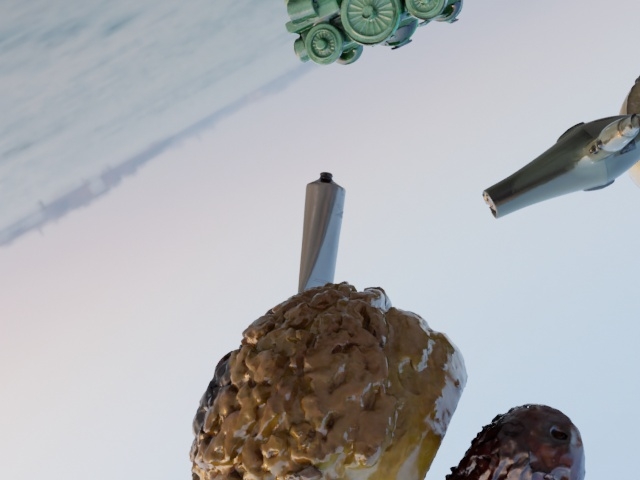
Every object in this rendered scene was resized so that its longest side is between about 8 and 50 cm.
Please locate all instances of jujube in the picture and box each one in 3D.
[{"bbox_3d":[0.170,0.215,1.019,0.104,0.104,0.166,-36,161,-43],"label":"jujube"}]

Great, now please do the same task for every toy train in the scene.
[{"bbox_3d":[0.046,-0.222,1.026,0.178,0.105,0.071,-20,-178,24],"label":"toy train"}]

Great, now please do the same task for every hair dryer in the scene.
[{"bbox_3d":[0.297,-0.089,1.396,0.219,0.088,0.225,-29,174,16],"label":"hair dryer"}]

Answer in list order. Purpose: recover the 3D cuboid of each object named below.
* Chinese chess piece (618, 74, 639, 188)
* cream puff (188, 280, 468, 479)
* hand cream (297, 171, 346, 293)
[{"bbox_3d":[0.588,-0.168,1.740,0.270,0.112,0.270,-8,-130,9],"label":"Chinese chess piece"},{"bbox_3d":[-0.010,0.198,1.120,0.343,0.231,0.327,-61,174,-31],"label":"cream puff"},{"bbox_3d":[0.000,0.000,1.546,0.054,0.186,0.087,2,172,31],"label":"hand cream"}]
